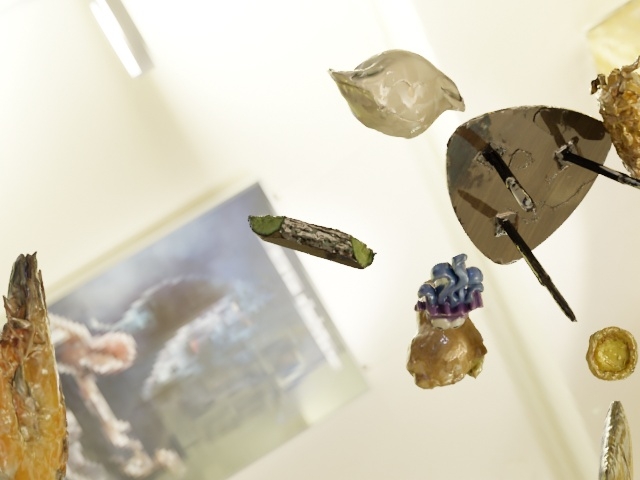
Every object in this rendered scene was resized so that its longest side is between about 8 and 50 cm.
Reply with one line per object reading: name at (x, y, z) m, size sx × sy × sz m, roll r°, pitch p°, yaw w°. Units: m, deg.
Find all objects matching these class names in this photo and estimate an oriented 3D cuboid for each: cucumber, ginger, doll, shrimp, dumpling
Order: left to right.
shrimp at (-0.364, 0.159, 1.636) m, size 0.164 × 0.062 × 0.317 m, roll 38°, pitch 42°, yaw -65°
cucumber at (0.000, 0.000, 2.082) m, size 0.070 × 0.220 × 0.046 m, roll -28°, pitch -129°, yaw 62°
dumpling at (0.086, -0.179, 1.691) m, size 0.127 × 0.188 × 0.108 m, roll 173°, pitch -75°, yaw -65°
ginger at (0.185, 0.162, 2.295) m, size 0.115 × 0.122 × 0.193 m, roll 84°, pitch -19°, yaw -51°
doll at (0.200, 0.081, 2.103) m, size 0.206 × 0.110 × 0.067 m, roll 91°, pitch -4°, yaw -55°

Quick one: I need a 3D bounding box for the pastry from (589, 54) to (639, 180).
pastry at (0.522, -0.193, 2.247) m, size 0.250 × 0.102 × 0.154 m, roll 57°, pitch 15°, yaw -33°

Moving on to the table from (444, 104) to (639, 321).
table at (0.372, -0.058, 2.244) m, size 0.317 × 0.317 × 0.249 m, roll 63°, pitch -4°, yaw -35°

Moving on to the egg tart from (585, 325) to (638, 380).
egg tart at (0.526, 0.203, 2.470) m, size 0.105 × 0.105 × 0.039 m, roll 59°, pitch 4°, yaw -6°

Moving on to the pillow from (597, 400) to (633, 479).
pillow at (0.417, 0.363, 1.922) m, size 0.208 × 0.052 × 0.212 m, roll -57°, pitch 143°, yaw -64°
